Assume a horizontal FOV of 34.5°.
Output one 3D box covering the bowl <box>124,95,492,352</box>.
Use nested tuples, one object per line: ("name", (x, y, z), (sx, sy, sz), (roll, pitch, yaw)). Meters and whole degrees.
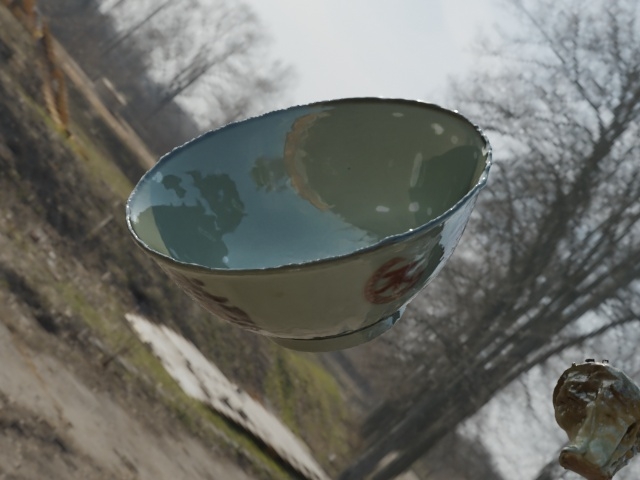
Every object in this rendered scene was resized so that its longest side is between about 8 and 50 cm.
("bowl", (0.000, 0.000, 0.967), (0.337, 0.337, 0.158), (-135, -151, -56))

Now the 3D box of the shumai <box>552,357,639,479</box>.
("shumai", (0.317, 0.220, 1.189), (0.145, 0.116, 0.145), (40, -24, 22))
